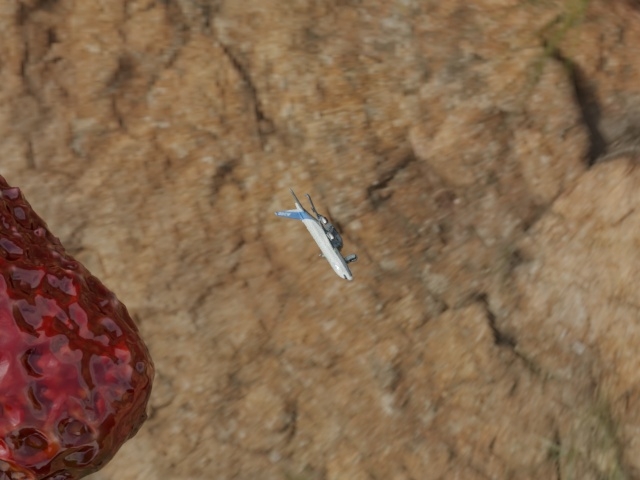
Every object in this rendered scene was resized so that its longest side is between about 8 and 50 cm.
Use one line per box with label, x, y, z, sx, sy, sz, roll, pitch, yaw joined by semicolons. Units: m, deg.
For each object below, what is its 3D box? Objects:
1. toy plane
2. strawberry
toy plane;0.002;-0.002;1.054;0.024;0.078;0.084;-37;58;-16
strawberry;-0.200;0.057;0.810;0.244;0.205;0.205;21;103;24
